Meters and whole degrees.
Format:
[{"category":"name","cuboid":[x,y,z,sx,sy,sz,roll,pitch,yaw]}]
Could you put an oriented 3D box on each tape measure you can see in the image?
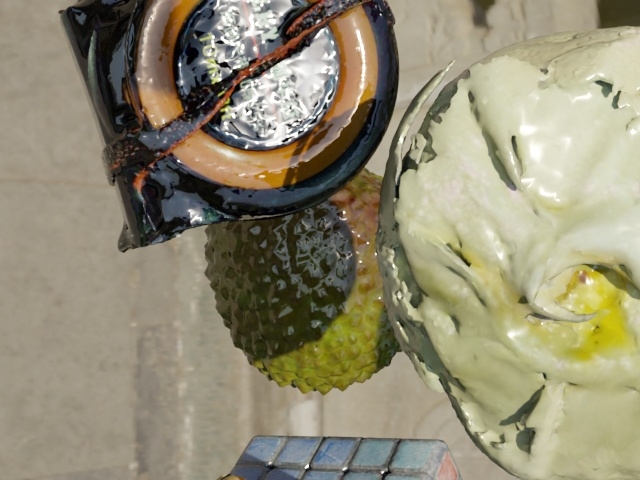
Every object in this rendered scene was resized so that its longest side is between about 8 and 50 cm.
[{"category":"tape measure","cuboid":[-0.057,-0.110,0.812,0.223,0.135,0.202,-18,96,-10]}]

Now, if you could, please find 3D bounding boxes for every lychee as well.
[{"category":"lychee","cuboid":[-0.001,0.012,1.362,0.270,0.270,0.320,8,68,-48]}]

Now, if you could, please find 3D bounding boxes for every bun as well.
[{"category":"bun","cuboid":[0.134,0.007,0.594,0.141,0.239,0.239,-43,119,-68]}]

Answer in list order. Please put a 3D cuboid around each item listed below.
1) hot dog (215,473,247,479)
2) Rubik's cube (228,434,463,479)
[{"category":"hot dog","cuboid":[0.009,0.229,0.865,0.289,0.083,0.068,33,83,-52]},{"category":"Rubik's cube","cuboid":[0.018,0.346,1.141,0.237,0.237,0.238,-57,133,-46]}]
